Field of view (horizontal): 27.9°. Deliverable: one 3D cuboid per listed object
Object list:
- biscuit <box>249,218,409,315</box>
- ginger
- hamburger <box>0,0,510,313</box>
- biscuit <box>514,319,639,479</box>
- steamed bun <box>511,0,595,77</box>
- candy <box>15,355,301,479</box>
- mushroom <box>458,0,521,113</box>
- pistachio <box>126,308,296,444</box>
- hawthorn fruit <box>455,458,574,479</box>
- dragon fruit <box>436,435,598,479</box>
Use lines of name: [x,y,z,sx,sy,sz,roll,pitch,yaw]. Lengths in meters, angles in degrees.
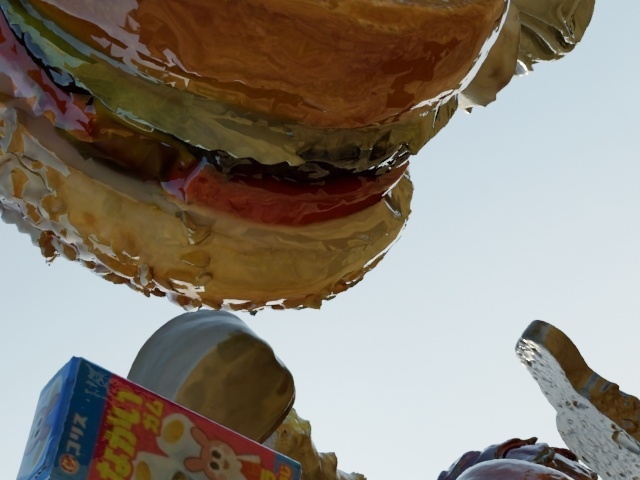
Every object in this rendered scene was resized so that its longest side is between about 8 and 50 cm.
biscuit: [0.000,0.000,1.570,0.273,0.187,0.036,-32,-49,-1]
ginger: [-0.056,0.405,1.982,0.236,0.166,0.375,-36,-51,1]
hamburger: [-0.069,-0.120,0.795,0.330,0.330,0.250,-27,-34,-48]
biscuit: [0.313,0.203,1.349,0.047,0.320,0.183,-47,10,-23]
steamed bun: [0.168,-0.309,1.596,0.219,0.324,0.309,-65,-29,-22]
candy: [-0.171,0.265,1.402,0.100,0.306,0.157,-41,29,36]
mushroom: [0.069,-0.226,1.297,0.290,0.297,0.297,18,-79,-20]
pistachio: [-0.169,0.215,1.718,0.260,0.213,0.163,-45,-23,-24]
hawthorn fruit: [0.268,0.430,1.764,0.258,0.262,0.258,11,-90,-84]
dragon fruit: [0.335,0.491,2.199,0.329,0.329,0.329,-40,-35,-37]
